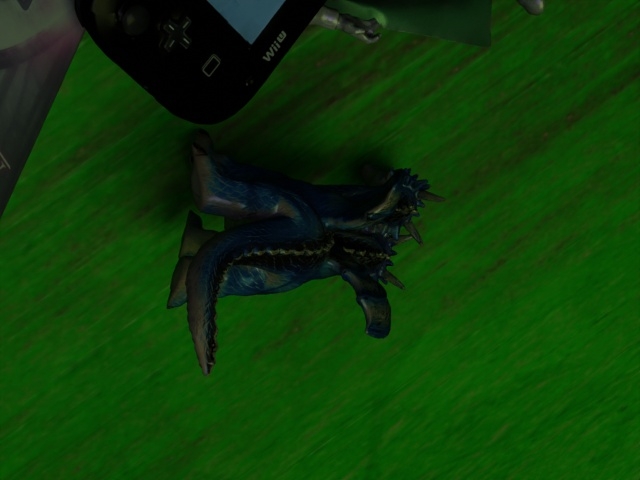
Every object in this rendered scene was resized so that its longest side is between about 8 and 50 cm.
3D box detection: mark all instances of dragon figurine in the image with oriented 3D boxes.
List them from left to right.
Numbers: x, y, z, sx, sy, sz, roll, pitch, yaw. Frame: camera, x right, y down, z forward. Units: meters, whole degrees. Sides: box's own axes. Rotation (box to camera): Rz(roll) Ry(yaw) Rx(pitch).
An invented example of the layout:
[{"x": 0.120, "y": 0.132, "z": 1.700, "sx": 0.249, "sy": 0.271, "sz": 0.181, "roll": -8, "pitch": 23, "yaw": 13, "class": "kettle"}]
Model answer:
[{"x": 0.000, "y": 0.000, "z": 0.735, "sx": 0.144, "sy": 0.289, "sz": 0.085, "roll": 9, "pitch": 99, "yaw": -4, "class": "dragon figurine"}]

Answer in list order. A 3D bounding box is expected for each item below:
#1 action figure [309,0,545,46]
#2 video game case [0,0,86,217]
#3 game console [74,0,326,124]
[{"x": 0.015, "y": -0.150, "z": 0.732, "sx": 0.232, "sy": 0.063, "sz": 0.137, "roll": -5, "pitch": 125, "yaw": -26, "class": "action figure"}, {"x": -0.150, "y": -0.122, "z": 0.536, "sx": 0.026, "sy": 0.274, "sz": 0.196, "roll": -5, "pitch": 137, "yaw": 21, "class": "video game case"}, {"x": 0.036, "y": -0.205, "z": 0.652, "sx": 0.213, "sy": 0.044, "sz": 0.361, "roll": 41, "pitch": 83, "yaw": -35, "class": "game console"}]
